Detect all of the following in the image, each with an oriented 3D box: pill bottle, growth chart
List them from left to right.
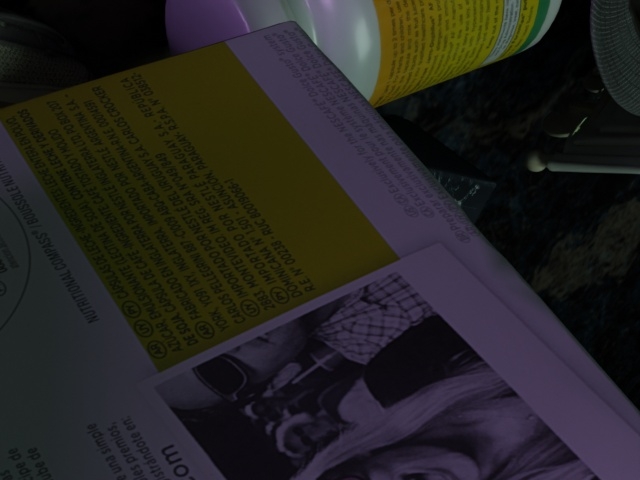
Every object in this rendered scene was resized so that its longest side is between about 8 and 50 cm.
[{"bbox_3d":[0.024,-0.133,0.941,0.208,0.117,0.117,-23,136,-31],"label":"pill bottle"},{"bbox_3d":[0.260,-0.116,1.168,0.237,0.172,0.021,-43,122,-23],"label":"growth chart"}]

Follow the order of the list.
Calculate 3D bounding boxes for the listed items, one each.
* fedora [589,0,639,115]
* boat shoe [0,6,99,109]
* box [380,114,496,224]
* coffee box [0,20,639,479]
[{"bbox_3d":[0.233,-0.224,1.069,0.275,0.124,0.244,-44,142,-3],"label":"fedora"},{"bbox_3d":[-0.205,-0.073,0.779,0.285,0.092,0.103,6,136,-51],"label":"boat shoe"},{"bbox_3d":[0.000,0.000,1.053,0.156,0.093,0.158,9,114,-49],"label":"box"},{"bbox_3d":[-0.081,0.162,0.774,0.334,0.338,0.337,-20,140,-21],"label":"coffee box"}]
